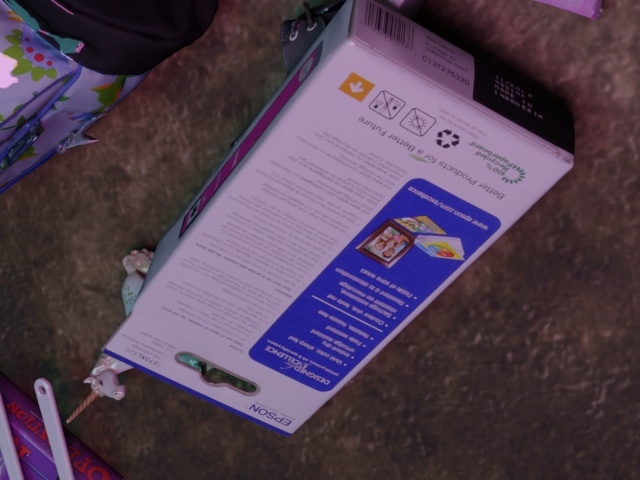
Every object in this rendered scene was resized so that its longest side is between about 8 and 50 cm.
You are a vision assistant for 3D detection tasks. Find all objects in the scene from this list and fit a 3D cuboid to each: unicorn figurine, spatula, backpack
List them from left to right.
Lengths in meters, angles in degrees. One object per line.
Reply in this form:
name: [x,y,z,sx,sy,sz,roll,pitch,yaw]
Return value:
backpack: [-0.304,-0.148,1.084,0.290,0.273,0.355,49,135,-9]
spatula: [-0.264,0.223,1.299,0.168,0.019,0.242,2,112,31]
unicorn figurine: [-0.142,0.080,1.208,0.111,0.060,0.162,11,100,22]

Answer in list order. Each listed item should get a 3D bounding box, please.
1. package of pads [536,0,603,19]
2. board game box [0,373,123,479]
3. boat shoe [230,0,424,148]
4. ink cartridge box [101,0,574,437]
package of pads: [0.152,-0.182,0.957,0.083,0.032,0.050,21,117,16]
board game box: [-0.368,0.181,1.366,0.347,0.056,0.208,39,119,5]
boat shoe: [0.001,-0.128,1.032,0.076,0.080,0.228,37,130,5]
ink cartridge box: [0.000,0.000,1.043,0.175,0.069,0.371,27,130,-17]
